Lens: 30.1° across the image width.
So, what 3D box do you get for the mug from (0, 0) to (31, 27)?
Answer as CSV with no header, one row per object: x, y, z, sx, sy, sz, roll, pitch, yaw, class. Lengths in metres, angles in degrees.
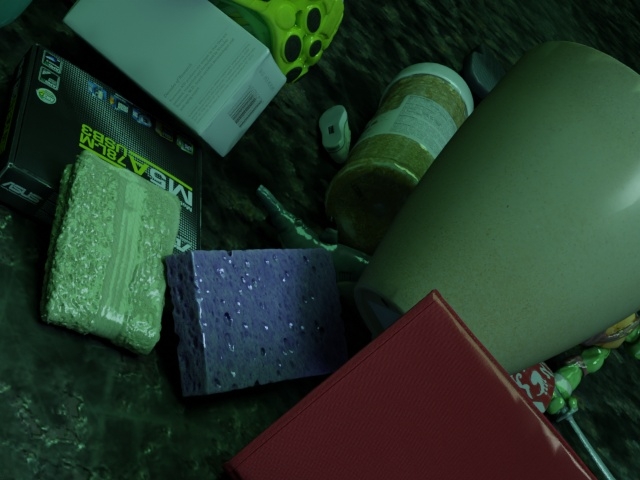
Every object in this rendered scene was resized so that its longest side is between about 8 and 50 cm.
-0.324,-0.253,1.054,0.157,0.097,0.129,8,46,-48,mug

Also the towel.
-0.165,0.009,0.948,0.110,0.027,0.148,23,61,-32,towel

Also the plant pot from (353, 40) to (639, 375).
0.170,0.005,1.060,0.256,0.274,0.256,47,-16,18,plant pot

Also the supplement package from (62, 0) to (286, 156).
-0.137,-0.182,1.142,0.179,0.105,0.105,39,0,11,supplement package

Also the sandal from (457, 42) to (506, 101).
0.261,-0.257,1.919,0.097,0.054,0.254,52,18,-4,sandal

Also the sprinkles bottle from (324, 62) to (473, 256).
0.102,-0.105,1.417,0.121,0.121,0.355,42,28,-7,sprinkles bottle

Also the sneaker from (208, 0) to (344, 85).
-0.065,-0.259,1.195,0.123,0.109,0.295,40,-4,27,sneaker

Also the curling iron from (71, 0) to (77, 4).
-0.309,-0.328,1.238,0.274,0.035,0.068,44,24,-6,curling iron

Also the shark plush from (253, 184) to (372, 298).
0.000,0.000,1.198,0.161,0.067,0.073,48,28,3,shark plush

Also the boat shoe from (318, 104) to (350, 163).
0.021,-0.127,1.436,0.100,0.035,0.035,-94,160,-55,boat shoe

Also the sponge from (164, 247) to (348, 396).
-0.049,0.066,1.032,0.210,0.031,0.117,0,79,-57,sponge

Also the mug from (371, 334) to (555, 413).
0.139,0.133,1.211,0.169,0.150,0.113,39,-8,-22,mug

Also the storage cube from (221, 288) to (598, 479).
0.061,0.178,0.860,0.193,0.215,0.184,49,-10,6,storage cube

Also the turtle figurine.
0.300,0.097,1.337,0.266,0.198,0.275,25,45,-14,turtle figurine

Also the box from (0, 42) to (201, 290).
-0.191,-0.066,1.049,0.190,0.045,0.184,31,29,-27,box
